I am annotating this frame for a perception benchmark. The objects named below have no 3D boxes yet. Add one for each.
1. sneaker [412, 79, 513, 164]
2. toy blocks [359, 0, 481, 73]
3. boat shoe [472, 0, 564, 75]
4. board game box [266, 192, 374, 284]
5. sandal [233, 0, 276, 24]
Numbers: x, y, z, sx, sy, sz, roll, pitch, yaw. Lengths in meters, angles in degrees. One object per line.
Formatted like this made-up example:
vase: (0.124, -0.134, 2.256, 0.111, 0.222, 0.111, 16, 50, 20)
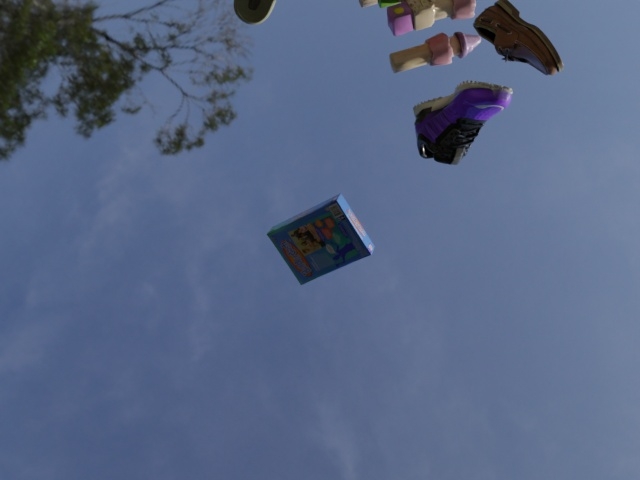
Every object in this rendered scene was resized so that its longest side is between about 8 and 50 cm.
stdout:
sneaker: (0.289, -0.229, 1.449, 0.293, 0.102, 0.146, 171, -76, -68)
toy blocks: (0.227, -0.541, 1.391, 0.260, 0.309, 0.288, -16, -122, -3)
boat shoe: (0.490, -0.488, 1.769, 0.105, 0.110, 0.307, -32, -135, 7)
board game box: (0.000, 0.000, 1.705, 0.210, 0.160, 0.047, -24, -162, 26)
sandal: (-0.120, -0.627, 1.580, 0.120, 0.302, 0.086, 15, -152, -3)
